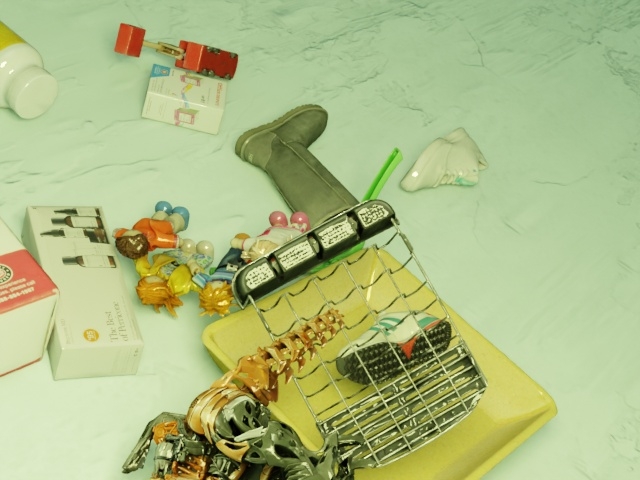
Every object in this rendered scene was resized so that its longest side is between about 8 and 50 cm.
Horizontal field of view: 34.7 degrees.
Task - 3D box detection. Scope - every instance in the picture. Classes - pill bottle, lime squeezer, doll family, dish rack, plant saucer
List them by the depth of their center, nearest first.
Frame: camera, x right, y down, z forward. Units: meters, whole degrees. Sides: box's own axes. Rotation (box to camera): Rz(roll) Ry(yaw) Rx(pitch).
[{"bbox_3d":[0.046,0.103,1.123,0.208,0.074,0.271,-29,81,-6],"label":"dish rack"},{"bbox_3d":[0.068,0.182,1.241,0.333,0.081,0.333,43,43,22],"label":"plant saucer"},{"bbox_3d":[-0.133,0.036,1.257,0.263,0.118,0.163,3,20,15],"label":"doll family"},{"bbox_3d":[0.000,0.000,1.406,0.310,0.110,0.059,-33,56,-11],"label":"lime squeezer"},{"bbox_3d":[-0.466,-0.256,1.474,0.184,0.103,0.103,39,41,20],"label":"pill bottle"}]

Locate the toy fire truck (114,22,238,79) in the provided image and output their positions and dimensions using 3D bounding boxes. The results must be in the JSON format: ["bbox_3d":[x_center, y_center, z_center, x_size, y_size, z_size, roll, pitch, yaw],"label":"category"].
[{"bbox_3d":[-0.227,-0.301,1.643,0.135,0.047,0.192,18,10,17],"label":"toy fire truck"}]

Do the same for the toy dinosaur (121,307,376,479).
[{"bbox_3d":[-0.075,0.208,1.008,0.218,0.322,0.164,27,3,25],"label":"toy dinosaur"}]

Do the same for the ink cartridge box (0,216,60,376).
[{"bbox_3d":[-0.468,0.028,1.121,0.226,0.131,0.306,-22,56,-41],"label":"ink cartridge box"}]

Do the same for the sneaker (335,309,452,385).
[{"bbox_3d":[0.075,0.121,1.219,0.161,0.057,0.075,-17,27,-29],"label":"sneaker"}]

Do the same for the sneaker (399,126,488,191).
[{"bbox_3d":[0.212,-0.117,1.668,0.094,0.080,0.212,45,41,9],"label":"sneaker"}]

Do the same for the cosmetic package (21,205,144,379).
[{"bbox_3d":[-0.290,0.056,1.231,0.099,0.060,0.239,-3,45,-27],"label":"cosmetic package"}]

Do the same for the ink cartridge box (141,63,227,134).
[{"bbox_3d":[-0.210,-0.220,1.596,0.122,0.052,0.088,14,38,-12],"label":"ink cartridge box"}]

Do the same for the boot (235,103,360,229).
[{"bbox_3d":[-0.005,-0.108,1.547,0.190,0.076,0.208,-31,54,-29],"label":"boot"}]
